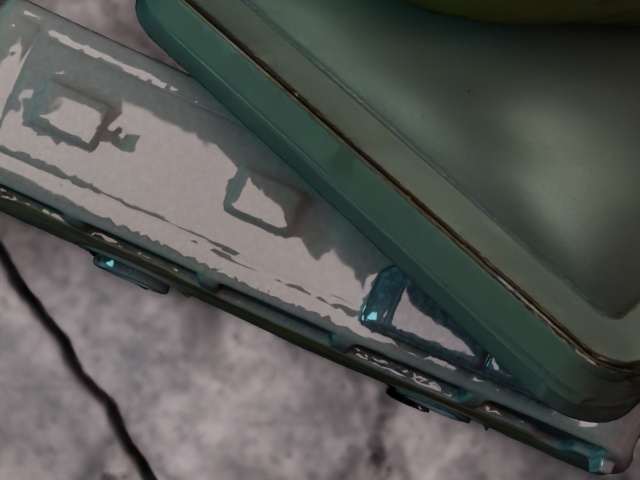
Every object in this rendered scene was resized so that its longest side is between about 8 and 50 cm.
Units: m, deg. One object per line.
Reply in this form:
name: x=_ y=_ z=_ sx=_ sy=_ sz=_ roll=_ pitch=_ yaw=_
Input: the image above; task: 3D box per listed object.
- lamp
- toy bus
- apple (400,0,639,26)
lamp: x=0.095 y=-0.074 z=0.682 sx=0.266 sy=0.047 sz=0.269 roll=44 pitch=47 yaw=16
toy bus: x=0.000 y=0.000 z=0.707 sx=0.343 sy=0.138 sz=0.097 roll=24 pitch=81 yaw=-1
apple: x=0.118 y=-0.319 z=0.590 sx=0.474 sy=0.473 sz=0.473 roll=1 pitch=82 yaw=-5
